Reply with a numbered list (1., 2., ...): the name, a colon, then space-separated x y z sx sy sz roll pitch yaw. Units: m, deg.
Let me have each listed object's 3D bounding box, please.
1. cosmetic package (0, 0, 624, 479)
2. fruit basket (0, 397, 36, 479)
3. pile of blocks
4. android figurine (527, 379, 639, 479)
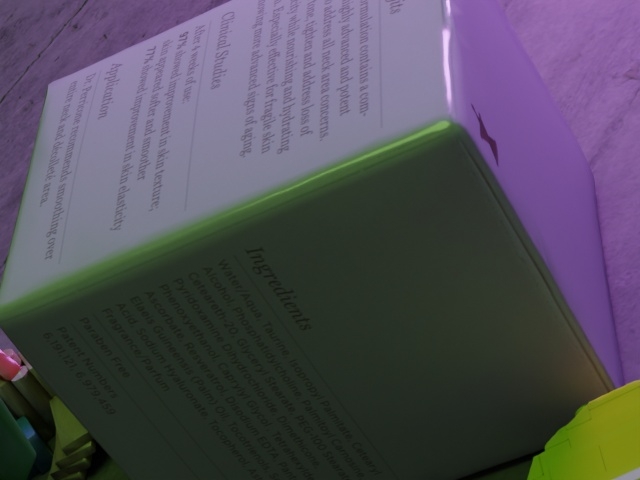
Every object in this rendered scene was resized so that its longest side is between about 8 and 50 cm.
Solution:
1. cosmetic package: 0.000 0.000 1.453 0.394 0.327 0.329 -22 34 18
2. fruit basket: -0.474 0.217 1.498 0.283 0.392 0.392 -4 43 37
3. pile of blocks: -0.281 0.154 1.689 0.362 0.112 0.149 -19 35 22
4. android figurine: 0.237 0.201 1.214 0.248 0.056 0.273 -29 39 16
